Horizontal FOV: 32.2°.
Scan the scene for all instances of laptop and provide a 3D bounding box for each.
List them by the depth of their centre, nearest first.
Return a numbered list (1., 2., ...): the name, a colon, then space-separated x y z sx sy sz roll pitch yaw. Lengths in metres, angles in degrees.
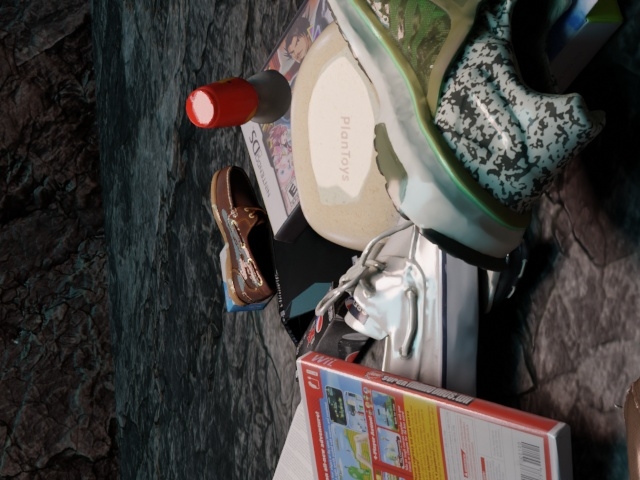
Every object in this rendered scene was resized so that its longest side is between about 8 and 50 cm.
1. laptop: 0.000 0.000 1.505 0.264 0.137 0.234 71 -170 -70

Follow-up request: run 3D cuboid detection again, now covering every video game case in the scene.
1. video game case: 0.100 0.222 0.999 0.285 0.025 0.204 11 117 41
2. video game case: -0.009 -0.177 1.390 0.275 0.035 0.248 -53 40 34

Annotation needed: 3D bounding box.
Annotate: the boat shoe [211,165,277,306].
1. boat shoe: -0.100 -0.013 1.568 0.073 0.073 0.207 -24 73 41

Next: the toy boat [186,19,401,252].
1. toy boat: 0.012 -0.136 1.216 0.318 0.148 0.267 16 111 32

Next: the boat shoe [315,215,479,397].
1. boat shoe: 0.072 0.059 1.076 0.136 0.157 0.367 -67 -23 -79

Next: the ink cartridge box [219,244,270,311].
1. ink cartridge box: -0.099 0.031 1.698 0.180 0.060 0.104 130 136 -60

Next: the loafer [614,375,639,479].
1. loafer: 0.262 0.231 0.685 0.130 0.134 0.365 127 148 -65

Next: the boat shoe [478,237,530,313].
1. boat shoe: 0.167 0.032 1.020 0.125 0.038 0.046 85 178 -60

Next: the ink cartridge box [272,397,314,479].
1. ink cartridge box: 0.008 0.282 1.470 0.181 0.056 0.224 26 97 67

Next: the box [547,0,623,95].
1. box: 0.192 -0.188 0.945 0.178 0.042 0.109 124 139 -57

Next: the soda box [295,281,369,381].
1. soda box: 0.018 0.120 1.386 0.169 0.060 0.053 117 159 -52

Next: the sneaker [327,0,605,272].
1. sneaker: 0.131 -0.173 0.928 0.182 0.158 0.410 -38 48 27
